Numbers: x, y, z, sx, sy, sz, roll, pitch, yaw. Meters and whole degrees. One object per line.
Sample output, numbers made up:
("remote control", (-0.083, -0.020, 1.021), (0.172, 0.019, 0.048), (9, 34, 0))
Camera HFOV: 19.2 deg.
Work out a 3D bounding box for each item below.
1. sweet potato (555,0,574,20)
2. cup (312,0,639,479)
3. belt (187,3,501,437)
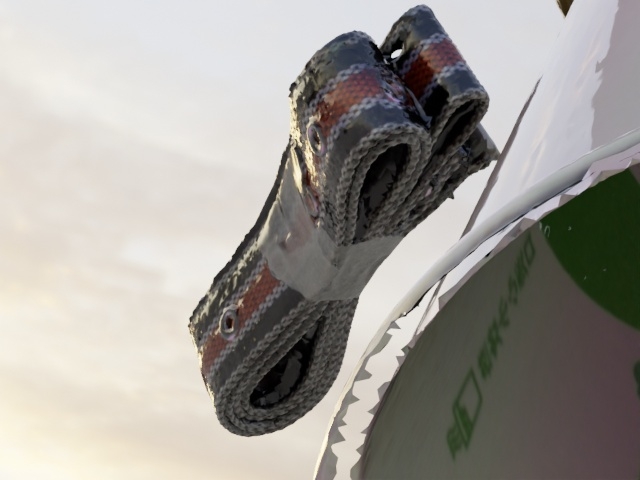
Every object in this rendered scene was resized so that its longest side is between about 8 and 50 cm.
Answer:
("sweet potato", (0.185, -0.148, 1.006), (0.098, 0.124, 0.310), (26, 21, 24))
("cup", (0.147, -0.002, 0.437), (0.253, 0.274, 0.253), (7, -51, 9))
("belt", (0.000, 0.000, 1.274), (0.126, 0.094, 0.359), (-7, -37, -35))
